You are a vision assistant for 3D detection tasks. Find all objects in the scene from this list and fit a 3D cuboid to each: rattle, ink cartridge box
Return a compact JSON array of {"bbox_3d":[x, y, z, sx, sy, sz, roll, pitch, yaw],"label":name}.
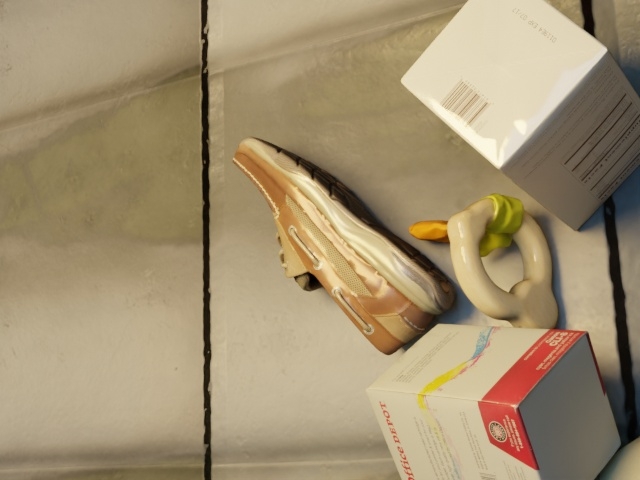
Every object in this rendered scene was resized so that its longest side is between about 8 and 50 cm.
[{"bbox_3d":[0.171,0.063,1.048,0.143,0.130,0.199,-23,94,35],"label":"rattle"},{"bbox_3d":[0.159,0.163,0.945,0.176,0.127,0.128,-1,117,46],"label":"ink cartridge box"}]

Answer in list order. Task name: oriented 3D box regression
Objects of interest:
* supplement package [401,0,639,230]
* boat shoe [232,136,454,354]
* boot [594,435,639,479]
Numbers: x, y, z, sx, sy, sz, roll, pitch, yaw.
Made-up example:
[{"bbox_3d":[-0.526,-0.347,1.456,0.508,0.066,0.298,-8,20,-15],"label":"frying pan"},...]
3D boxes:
[{"bbox_3d":[0.209,-0.122,0.964,0.134,0.244,0.139,-49,59,11],"label":"supplement package"},{"bbox_3d":[0.000,0.000,1.131,0.324,0.123,0.116,44,103,32],"label":"boat shoe"},{"bbox_3d":[0.308,0.230,0.875,0.165,0.077,0.213,-45,18,16],"label":"boot"}]
